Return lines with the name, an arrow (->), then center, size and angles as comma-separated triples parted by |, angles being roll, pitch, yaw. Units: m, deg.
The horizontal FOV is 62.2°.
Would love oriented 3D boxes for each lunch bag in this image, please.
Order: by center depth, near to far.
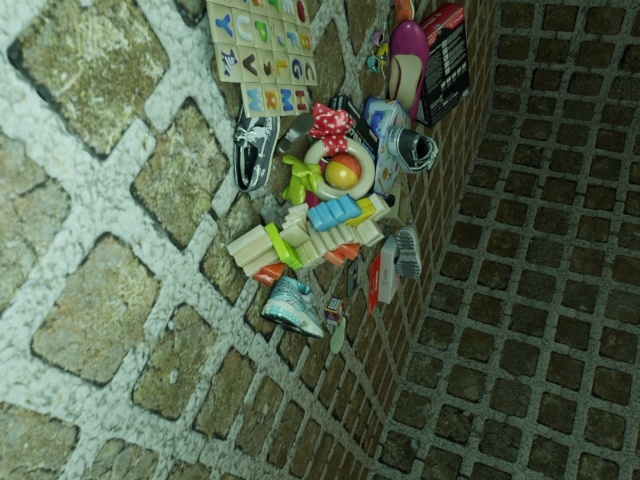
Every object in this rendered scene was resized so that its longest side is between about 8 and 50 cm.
lunch bag -> 0.178, -0.284, 1.617 | 0.243, 0.115, 0.303 | 9, 95, -66

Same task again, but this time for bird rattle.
bird rattle -> 0.025, -0.174, 1.201 | 0.253, 0.207, 0.143 | -58, -179, -28

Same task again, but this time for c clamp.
c clamp -> 0.126, 0.116, 1.854 | 0.137, 0.022, 0.160 | -44, 142, -54

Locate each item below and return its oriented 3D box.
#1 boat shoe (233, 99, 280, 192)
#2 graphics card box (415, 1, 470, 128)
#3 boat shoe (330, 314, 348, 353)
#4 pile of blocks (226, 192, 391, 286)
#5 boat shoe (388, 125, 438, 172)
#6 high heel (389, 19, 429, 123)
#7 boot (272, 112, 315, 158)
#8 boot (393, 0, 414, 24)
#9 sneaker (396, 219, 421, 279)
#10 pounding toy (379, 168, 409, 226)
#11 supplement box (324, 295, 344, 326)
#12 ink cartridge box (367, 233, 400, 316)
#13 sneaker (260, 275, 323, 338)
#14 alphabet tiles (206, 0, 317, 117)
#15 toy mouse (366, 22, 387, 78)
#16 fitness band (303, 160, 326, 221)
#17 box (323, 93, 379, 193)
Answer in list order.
boat shoe -> -0.124, -0.184, 0.976 | 0.065, 0.075, 0.206 | -47, 150, -57
graphics card box -> 0.412, -0.606, 1.868 | 0.233, 0.094, 0.371 | -43, 142, -12
boat shoe -> 0.066, 0.317, 1.794 | 0.042, 0.049, 0.132 | 16, 83, -61
pile of blocks -> 0.000, 0.000, 1.084 | 0.362, 0.112, 0.149 | -22, 155, -15
boat shoe -> 0.304, -0.273, 1.627 | 0.306, 0.105, 0.113 | 28, 79, -64
high heel -> 0.273, -0.503, 1.680 | 0.377, 0.127, 0.181 | 67, 33, -61
boot -> -0.068, -0.204, 1.057 | 0.106, 0.037, 0.114 | -47, -166, -17
boot -> 0.239, -0.709, 1.586 | 0.084, 0.059, 0.157 | -49, 138, -44
sneaker -> 0.373, 0.042, 2.155 | 0.115, 0.105, 0.281 | -57, 150, -41
pounding toy -> 0.251, -0.171, 1.907 | 0.181, 0.094, 0.205 | 30, 66, -63
supplement box -> 0.045, 0.227, 1.693 | 0.083, 0.043, 0.055 | 81, 29, -46
ink cartridge box -> 0.266, 0.149, 2.179 | 0.239, 0.060, 0.275 | -51, 148, -49
sneaker -> -0.047, 0.171, 1.346 | 0.283, 0.110, 0.122 | 53, 51, -64
alphabet tiles -> -0.090, -0.362, 0.930 | 0.342, 0.011, 0.284 | -30, 114, -62
toy mouse -> 0.158, -0.539, 1.513 | 0.143, 0.031, 0.160 | -39, 138, -58
fitness band -> 0.017, -0.104, 1.405 | 0.209, 0.054, 0.290 | -53, 148, -45
box -> 0.083, -0.242, 1.378 | 0.220, 0.051, 0.175 | 38, 54, -53
